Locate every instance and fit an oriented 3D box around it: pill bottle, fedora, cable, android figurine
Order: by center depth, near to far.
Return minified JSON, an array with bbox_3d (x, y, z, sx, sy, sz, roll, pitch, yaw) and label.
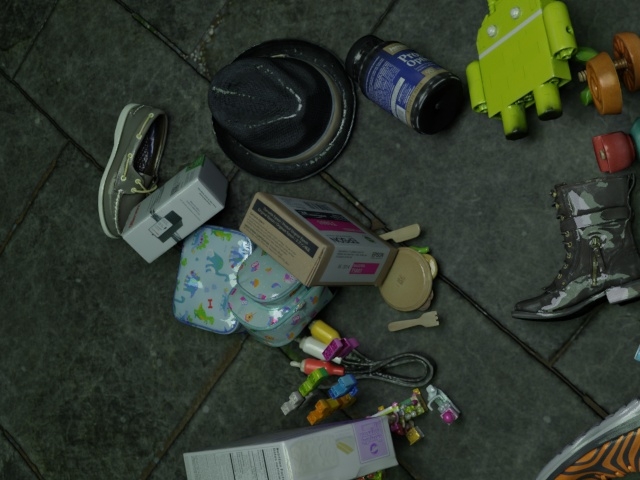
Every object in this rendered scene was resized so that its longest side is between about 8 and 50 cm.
[{"bbox_3d":[0.345,-0.322,1.454,0.248,0.056,0.272,-29,63,57],"label":"android figurine"},{"bbox_3d":[0.149,-0.296,1.557,0.219,0.123,0.122,41,105,35],"label":"pill bottle"},{"bbox_3d":[0.071,0.246,1.606,0.287,0.072,0.139,15,97,27],"label":"cable"},{"bbox_3d":[-0.105,-0.271,1.671,0.334,0.152,0.334,-1,88,26],"label":"fedora"}]

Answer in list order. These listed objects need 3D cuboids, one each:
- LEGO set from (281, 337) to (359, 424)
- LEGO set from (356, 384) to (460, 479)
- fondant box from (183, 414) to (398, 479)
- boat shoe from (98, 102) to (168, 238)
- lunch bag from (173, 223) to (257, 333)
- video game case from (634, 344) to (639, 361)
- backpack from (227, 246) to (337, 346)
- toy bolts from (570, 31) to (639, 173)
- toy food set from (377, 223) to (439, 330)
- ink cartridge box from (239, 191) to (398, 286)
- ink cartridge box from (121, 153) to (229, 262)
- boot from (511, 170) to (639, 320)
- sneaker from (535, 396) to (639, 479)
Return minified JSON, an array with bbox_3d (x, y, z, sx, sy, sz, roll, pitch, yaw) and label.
[{"bbox_3d":[0.027,0.276,1.580,0.087,0.093,0.227,55,132,25],"label":"LEGO set"},{"bbox_3d":[0.123,0.381,1.557,0.132,0.107,0.287,42,105,21],"label":"LEGO set"},{"bbox_3d":[-0.060,0.395,1.512,0.330,0.238,0.096,-21,77,49],"label":"fondant box"},{"bbox_3d":[-0.406,-0.149,1.836,0.091,0.109,0.305,10,88,31],"label":"boat shoe"},{"bbox_3d":[-0.206,0.081,1.739,0.176,0.090,0.219,11,92,26],"label":"lunch bag"},{"bbox_3d":[0.619,0.205,1.248,0.270,0.244,0.061,28,100,24],"label":"video game case"},{"bbox_3d":[-0.085,0.101,1.615,0.166,0.144,0.188,30,78,35],"label":"backpack"},{"bbox_3d":[0.522,-0.226,1.356,0.159,0.218,0.228,-16,100,9],"label":"toy bolts"},{"bbox_3d":[0.167,0.073,1.589,0.132,0.038,0.192,-16,81,39],"label":"toy food set"},{"bbox_3d":[0.000,0.000,1.545,0.193,0.235,0.088,37,109,32],"label":"ink cartridge box"},{"bbox_3d":[-0.299,-0.067,1.738,0.208,0.153,0.087,-35,112,14],"label":"ink cartridge box"},{"bbox_3d":[0.436,0.013,1.445,0.263,0.091,0.229,-18,75,20],"label":"boot"},{"bbox_3d":[0.516,0.367,1.358,0.321,0.125,0.180,-41,71,19],"label":"sneaker"}]
